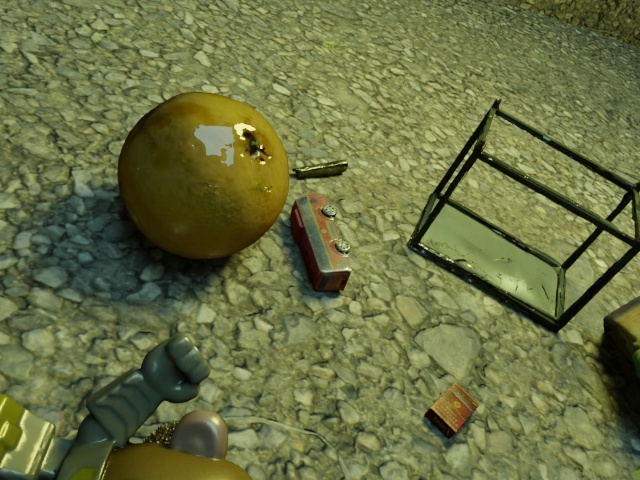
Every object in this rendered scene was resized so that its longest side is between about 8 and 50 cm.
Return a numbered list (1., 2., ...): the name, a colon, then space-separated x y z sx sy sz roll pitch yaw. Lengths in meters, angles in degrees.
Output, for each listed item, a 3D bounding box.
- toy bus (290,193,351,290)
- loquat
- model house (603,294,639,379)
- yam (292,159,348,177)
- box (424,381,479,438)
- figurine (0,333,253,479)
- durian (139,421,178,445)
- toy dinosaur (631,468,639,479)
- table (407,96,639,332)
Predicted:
1. toy bus: 0.000 0.000 1.111 0.077 0.065 0.192 -2 47 -22
2. loquat: -0.177 -0.096 0.988 0.263 0.263 0.263 16 41 -14
3. model house: 0.693 0.220 1.172 0.312 0.245 0.280 52 9 -11
4. yam: -0.002 -0.143 1.295 0.130 0.033 0.027 -13 81 -34
5. box: 0.203 0.260 0.978 0.051 0.023 0.082 44 42 17
6. figurine: -0.194 0.263 0.600 0.285 0.342 0.167 10 8 -6
7. durian: -0.167 0.256 0.736 0.111 0.071 0.140 21 35 -9
8. toy dinosaur: 0.515 0.430 0.957 0.142 0.057 0.212 39 43 3
9. table: 0.397 -0.052 1.229 0.335 0.272 0.222 30 39 2
